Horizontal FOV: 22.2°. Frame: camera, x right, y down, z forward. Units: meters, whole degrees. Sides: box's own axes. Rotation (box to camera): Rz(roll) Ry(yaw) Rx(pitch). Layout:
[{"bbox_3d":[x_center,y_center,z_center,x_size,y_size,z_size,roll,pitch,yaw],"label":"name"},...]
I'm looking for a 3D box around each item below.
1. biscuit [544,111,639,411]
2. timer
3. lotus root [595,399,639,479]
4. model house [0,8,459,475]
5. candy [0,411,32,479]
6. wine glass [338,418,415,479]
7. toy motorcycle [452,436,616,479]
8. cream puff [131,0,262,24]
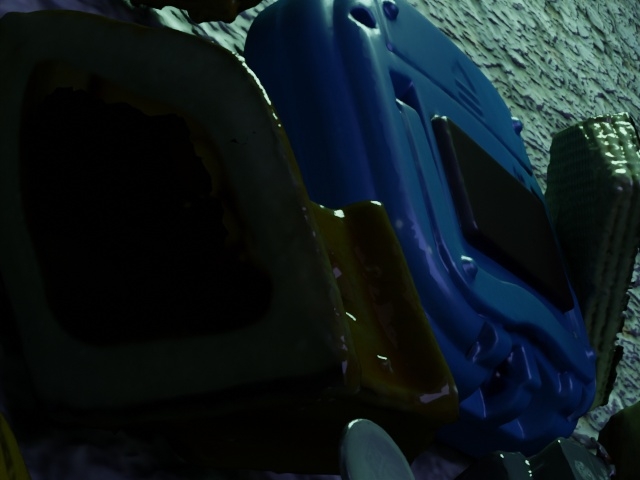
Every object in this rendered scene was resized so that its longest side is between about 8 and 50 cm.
[{"bbox_3d":[0.206,0.004,1.279,0.150,0.052,0.252,-99,-171,-45],"label":"biscuit"},{"bbox_3d":[0.079,-0.012,1.136,0.340,0.115,0.309,33,39,-54],"label":"timer"},{"bbox_3d":[0.336,0.272,1.190,0.250,0.250,0.346,40,36,-39],"label":"lotus root"},{"bbox_3d":[-0.033,0.009,0.826,0.239,0.173,0.268,26,40,-53],"label":"model house"},{"bbox_3d":[-0.181,0.053,0.607,0.297,0.081,0.187,59,26,-6],"label":"candy"},{"bbox_3d":[-0.033,0.136,0.719,0.073,0.155,0.073,48,25,-31],"label":"wine glass"},{"bbox_3d":[0.142,0.247,0.925,0.221,0.148,0.326,36,21,-35],"label":"toy motorcycle"},{"bbox_3d":[-0.088,-0.197,1.033,0.146,0.116,0.146,20,34,-14],"label":"cream puff"}]
